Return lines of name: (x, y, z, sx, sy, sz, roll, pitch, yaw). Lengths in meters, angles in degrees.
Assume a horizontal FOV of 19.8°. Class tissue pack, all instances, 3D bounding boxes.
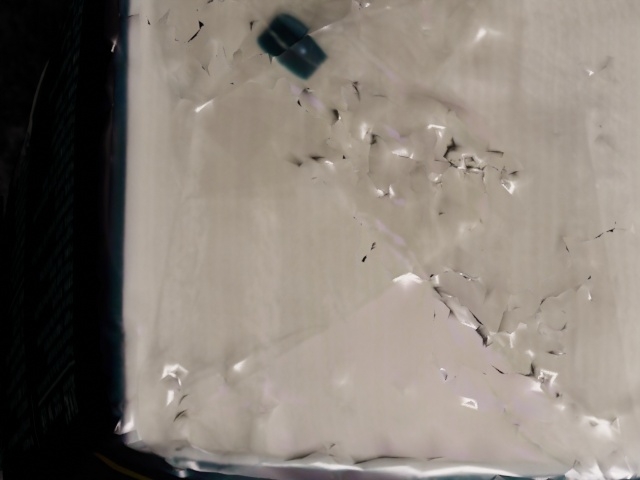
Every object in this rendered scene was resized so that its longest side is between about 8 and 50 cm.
tissue pack: (-0.017, 0.011, 0.869, 0.253, 0.416, 0.264, 3, 75, -12)

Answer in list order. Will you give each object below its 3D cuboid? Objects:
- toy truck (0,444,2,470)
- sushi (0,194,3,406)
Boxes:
toy truck: (-0.172, 0.106, 1.110, 0.216, 0.116, 0.110, 28, 99, -36)
sushi: (-0.299, 0.011, 0.937, 0.227, 0.212, 0.215, -3, 105, -27)
